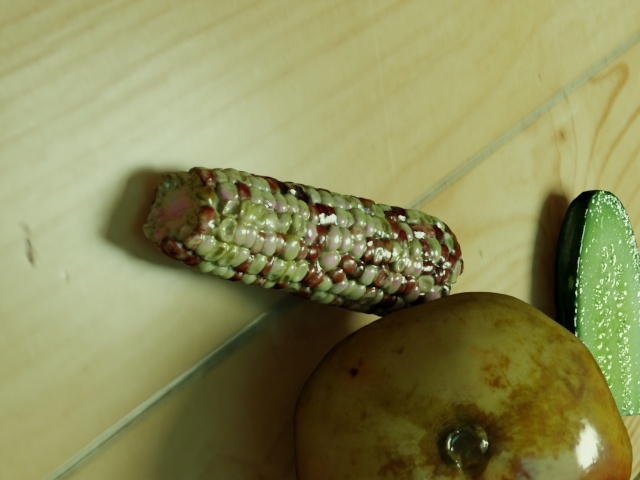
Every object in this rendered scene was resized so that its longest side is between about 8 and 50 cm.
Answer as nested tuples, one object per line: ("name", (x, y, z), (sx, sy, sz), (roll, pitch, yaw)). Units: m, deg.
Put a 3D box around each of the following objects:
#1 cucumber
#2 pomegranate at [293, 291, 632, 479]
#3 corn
("cucumber", (0.280, 0.066, 1.097), (0.115, 0.063, 0.244), (-9, 101, -35))
("pomegranate", (0.100, 0.169, 0.822), (0.252, 0.270, 0.229), (-24, 73, -10))
("corn", (0.000, 0.000, 0.801), (0.280, 0.092, 0.092), (15, 84, -41))
